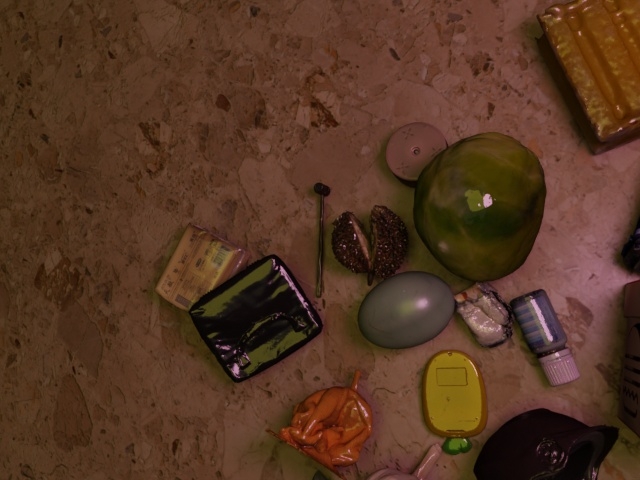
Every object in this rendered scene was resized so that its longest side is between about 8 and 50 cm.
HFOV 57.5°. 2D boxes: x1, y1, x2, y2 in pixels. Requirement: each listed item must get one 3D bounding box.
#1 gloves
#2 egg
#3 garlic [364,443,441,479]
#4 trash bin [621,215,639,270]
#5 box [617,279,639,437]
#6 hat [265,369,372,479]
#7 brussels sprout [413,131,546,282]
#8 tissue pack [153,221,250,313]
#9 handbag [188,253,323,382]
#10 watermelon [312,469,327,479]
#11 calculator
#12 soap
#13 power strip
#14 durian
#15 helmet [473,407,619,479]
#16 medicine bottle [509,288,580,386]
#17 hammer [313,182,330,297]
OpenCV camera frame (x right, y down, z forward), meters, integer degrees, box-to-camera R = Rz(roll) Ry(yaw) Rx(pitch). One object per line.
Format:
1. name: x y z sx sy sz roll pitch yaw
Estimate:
1. gloves: 0.376 0.164 1.318 0.114 0.070 0.153 -39 70 23
2. egg: 0.192 0.160 1.330 0.231 0.168 0.168 -24 74 19
3. garlic: 0.194 0.539 1.285 0.199 0.199 0.226 25 61 20
4. trash bin: 0.732 -0.044 1.201 0.163 0.184 0.234 16 75 19
5. box: 0.739 0.231 1.065 0.312 0.314 0.299 7 85 19
6. hat: 0.025 0.393 1.342 0.244 0.233 0.233 40 70 -20
7. brussels sprout: 0.345 -0.078 1.265 0.268 0.344 0.344 9 84 29
8. tissue pack: -0.316 0.087 1.550 0.186 0.090 0.222 26 91 17
9. handbag: -0.160 0.194 1.452 0.275 0.088 0.244 -33 90 -2
10. watermelon: 0.009 0.593 1.378 0.061 0.085 0.085 0 79 -17
11. calculator: 0.304 0.368 1.330 0.146 0.032 0.234 -6 81 17
12. soap: 0.677 -0.399 1.275 0.294 0.156 0.335 -23 74 10
13. power strip: 0.238 -0.210 1.425 0.154 0.078 0.154 -4 79 20
14. durian: 0.116 0.014 1.388 0.196 0.167 0.196 3 99 21
15. helmet: 0.440 0.449 1.189 0.305 0.225 0.177 -50 41 -5
16. medicine bottle: 0.491 0.211 1.269 0.083 0.083 0.203 -25 73 13
17. hammer: 0.000 0.000 1.488 0.029 0.058 0.292 0 85 23
